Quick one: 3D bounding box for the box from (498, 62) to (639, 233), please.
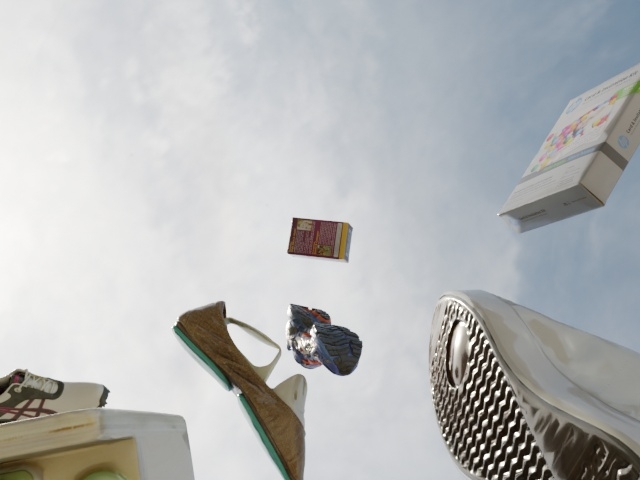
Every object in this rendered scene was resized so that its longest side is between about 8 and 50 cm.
[{"bbox_3d":[0.285,-0.100,0.817,0.038,0.186,0.145,41,-20,-8],"label":"box"}]

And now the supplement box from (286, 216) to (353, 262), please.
[{"bbox_3d":[0.000,0.000,1.083,0.083,0.043,0.055,7,-98,13],"label":"supplement box"}]

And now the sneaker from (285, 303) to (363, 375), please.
[{"bbox_3d":[0.002,0.174,1.232,0.083,0.221,0.087,10,-81,-21],"label":"sneaker"}]

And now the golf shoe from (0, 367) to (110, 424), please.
[{"bbox_3d":[-0.566,0.317,1.528,0.272,0.105,0.120,-8,-56,-2],"label":"golf shoe"}]

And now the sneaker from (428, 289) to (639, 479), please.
[{"bbox_3d":[0.153,0.105,0.438,0.123,0.290,0.106,3,-76,-14],"label":"sneaker"}]

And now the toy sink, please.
[{"bbox_3d":[-0.162,0.178,0.442,0.152,0.234,0.131,-11,-104,-3],"label":"toy sink"}]

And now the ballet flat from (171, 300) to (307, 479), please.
[{"bbox_3d":[-0.100,0.225,1.224,0.342,0.124,0.116,47,-20,24],"label":"ballet flat"}]
